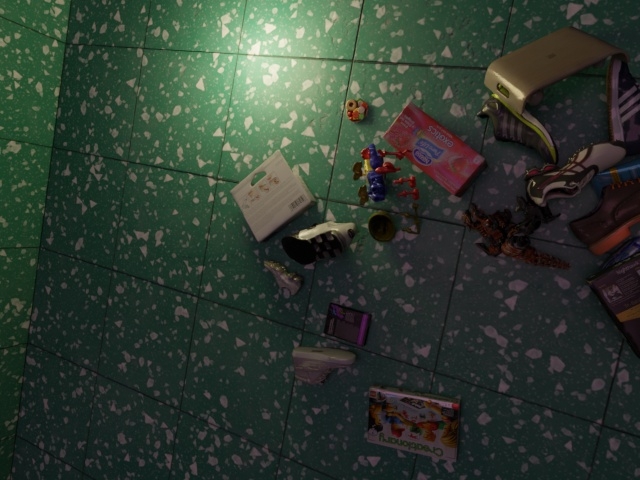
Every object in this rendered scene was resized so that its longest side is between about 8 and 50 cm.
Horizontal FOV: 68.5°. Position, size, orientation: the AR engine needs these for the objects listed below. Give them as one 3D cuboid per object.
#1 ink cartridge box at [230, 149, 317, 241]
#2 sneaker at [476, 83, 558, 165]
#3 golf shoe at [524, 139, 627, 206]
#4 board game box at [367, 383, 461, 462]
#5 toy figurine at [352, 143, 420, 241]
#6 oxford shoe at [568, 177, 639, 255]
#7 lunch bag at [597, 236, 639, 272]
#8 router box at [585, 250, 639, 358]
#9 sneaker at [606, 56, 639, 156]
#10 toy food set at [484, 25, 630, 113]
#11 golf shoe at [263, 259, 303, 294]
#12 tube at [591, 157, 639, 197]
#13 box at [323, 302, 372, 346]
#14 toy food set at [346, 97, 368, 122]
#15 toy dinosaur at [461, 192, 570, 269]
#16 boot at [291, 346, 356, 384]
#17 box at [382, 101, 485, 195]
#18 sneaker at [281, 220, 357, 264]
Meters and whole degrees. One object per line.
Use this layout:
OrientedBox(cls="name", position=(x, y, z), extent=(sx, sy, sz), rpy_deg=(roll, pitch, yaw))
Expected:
OrientedBox(cls="ink cartridge box", position=(-0.184, -0.165, 1.788), extent=(0.275, 0.060, 0.239), rpy_deg=(-36, 76, 21))
OrientedBox(cls="sneaker", position=(0.601, -0.329, 1.427), extent=(0.121, 0.111, 0.300), rpy_deg=(-43, 67, 25))
OrientedBox(cls="golf shoe", position=(0.719, -0.180, 1.315), extent=(0.272, 0.105, 0.120), rpy_deg=(-24, 46, 25))
OrientedBox(cls="board game box", position=(0.311, 0.609, 1.585), extent=(0.304, 0.053, 0.193), rpy_deg=(3, 92, 24))
OrientedBox(cls="toy figurine", position=(0.219, -0.199, 1.578), extent=(0.191, 0.217, 0.363), rpy_deg=(-12, 130, 9))
OrientedBox(cls="oxford shoe", position=(0.854, -0.124, 1.279), extent=(0.133, 0.130, 0.364), rpy_deg=(46, 112, 12))
OrientedBox(cls="lunch bag", position=(0.908, 0.105, 1.299), extent=(0.219, 0.090, 0.176), rpy_deg=(47, 105, 15))
OrientedBox(cls="router box", position=(0.902, 0.132, 1.209), extent=(0.308, 0.081, 0.243), rpy_deg=(-32, 81, 18))
OrientedBox(cls="sneaker", position=(0.881, -0.377, 1.294), extent=(0.153, 0.099, 0.283), rpy_deg=(-3, 96, 28))
OrientedBox(cls="toy food set", position=(0.653, -0.480, 1.327), extent=(0.305, 0.092, 0.220), rpy_deg=(-24, 41, 6))
OrientedBox(cls="golf shoe", position=(-0.152, 0.141, 1.776), extent=(0.176, 0.069, 0.086), rpy_deg=(31, 109, 21))
OrientedBox(cls="tube", position=(0.880, -0.195, 1.326), extent=(0.207, 0.052, 0.080), rpy_deg=(-24, 107, 24))
OrientedBox(cls="box", position=(0.096, 0.300, 1.688), extent=(0.162, 0.029, 0.116), rpy_deg=(14, 96, 22))
OrientedBox(cls="toy food set", position=(0.129, -0.461, 1.666), extent=(0.082, 0.020, 0.084), rpy_deg=(2, 91, 23))
OrientedBox(cls="toy dinosaur", position=(0.598, -0.026, 1.426), extent=(0.321, 0.164, 0.219), rpy_deg=(28, 117, 2))
OrientedBox(cls="boot", position=(0.015, 0.460, 1.702), extent=(0.258, 0.095, 0.124), rpy_deg=(-1, 96, 32))
OrientedBox(cls="box", position=(0.366, -0.284, 1.496), extent=(0.300, 0.154, 0.142), rpy_deg=(43, 107, 16))
OrientedBox(cls="sneaker", position=(0.000, 0.000, 1.691), extent=(0.330, 0.146, 0.123), rpy_deg=(-5, 115, 45))
